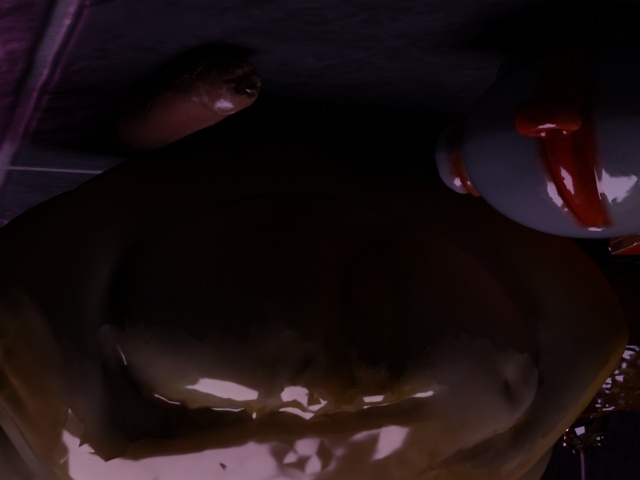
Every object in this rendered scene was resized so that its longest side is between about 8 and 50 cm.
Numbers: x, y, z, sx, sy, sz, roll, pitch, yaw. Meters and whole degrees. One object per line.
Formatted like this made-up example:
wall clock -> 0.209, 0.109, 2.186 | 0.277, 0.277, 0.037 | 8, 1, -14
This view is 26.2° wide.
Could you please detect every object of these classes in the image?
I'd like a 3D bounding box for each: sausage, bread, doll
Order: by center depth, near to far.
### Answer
doll -> 0.166, -0.054, 0.749 | 0.200, 0.105, 0.336 | -4, 178, 27
sausage -> -0.084, -0.074, 0.781 | 0.042, 0.036, 0.158 | 17, 165, -26
bread -> -0.026, 0.092, 0.895 | 0.424, 0.329, 0.245 | 5, 170, -22
bread -> 0.258, 0.102, 1.454 | 0.246, 0.135, 0.232 | 11, 154, 10

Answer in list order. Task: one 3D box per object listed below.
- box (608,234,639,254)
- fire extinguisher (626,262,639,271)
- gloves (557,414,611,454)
box -> 0.332, -0.006, 1.274 | 0.090, 0.023, 0.133 | -1, 172, -9
fire extinguisher -> 0.416, 0.096, 1.634 | 0.200, 0.113, 0.376 | 2, 171, -13
gloves -> 0.261, 0.161, 1.703 | 0.210, 0.135, 0.312 | 17, -166, -3
